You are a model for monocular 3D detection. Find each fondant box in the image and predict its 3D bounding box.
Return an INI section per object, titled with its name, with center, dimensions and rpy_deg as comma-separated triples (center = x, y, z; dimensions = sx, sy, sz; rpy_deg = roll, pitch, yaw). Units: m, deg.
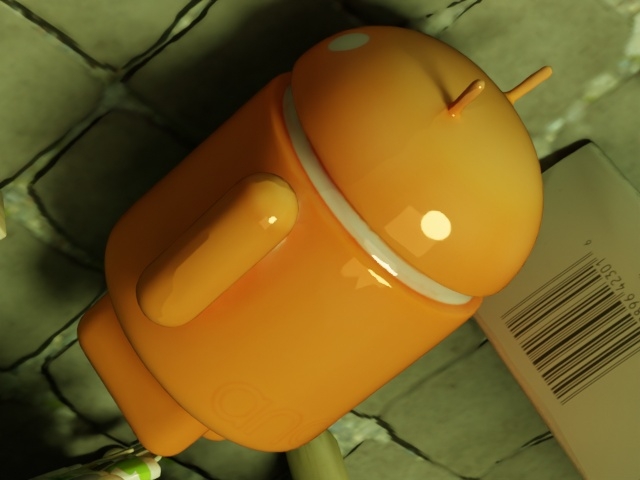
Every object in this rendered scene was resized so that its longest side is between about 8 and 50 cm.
[fondant box]
center = 0.200, 0.141, 0.855
dimensions = 0.096, 0.238, 0.330
rpy_deg = -36, 132, 4

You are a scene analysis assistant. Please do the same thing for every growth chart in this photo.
[growth chart]
center = -0.146, 0.119, 0.797
dimensions = 0.172, 0.021, 0.237
rpy_deg = -18, 178, -8

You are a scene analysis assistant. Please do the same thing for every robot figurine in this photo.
[robot figurine]
center = 0.001, -0.001, 0.757
dimensions = 0.158, 0.128, 0.219
rpy_deg = 33, 120, -33

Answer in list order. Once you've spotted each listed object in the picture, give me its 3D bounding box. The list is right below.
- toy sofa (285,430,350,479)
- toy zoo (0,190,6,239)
[toy sofa]
center = -0.146, 0.210, 0.894
dimensions = 0.362, 0.150, 0.177
rpy_deg = -16, 136, -3
[toy zoo]
center = -0.299, -0.018, 0.732
dimensions = 0.293, 0.030, 0.192
rpy_deg = -20, 135, 6
